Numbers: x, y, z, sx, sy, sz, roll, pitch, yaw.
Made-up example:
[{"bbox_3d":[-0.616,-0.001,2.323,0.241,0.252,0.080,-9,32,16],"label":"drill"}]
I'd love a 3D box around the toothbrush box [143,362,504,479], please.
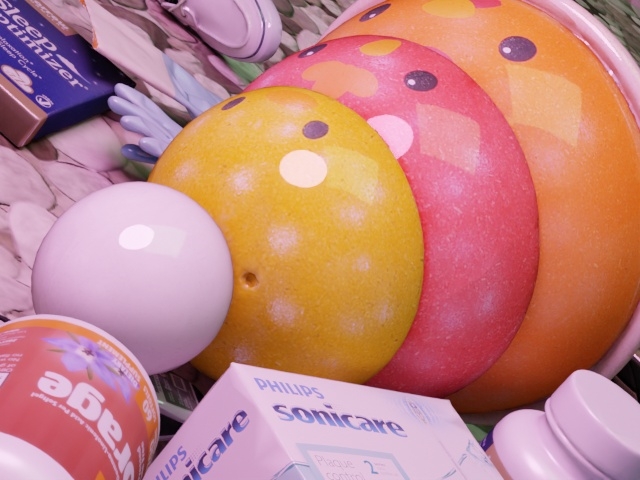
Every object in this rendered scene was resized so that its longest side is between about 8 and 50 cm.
[{"bbox_3d":[0.050,0.227,1.063,0.216,0.126,0.295,15,30,-46],"label":"toothbrush box"}]

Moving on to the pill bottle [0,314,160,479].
[{"bbox_3d":[-0.160,0.132,0.914,0.121,0.121,0.216,37,22,-7],"label":"pill bottle"}]

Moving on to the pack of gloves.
[{"bbox_3d":[-0.113,-0.084,1.505,0.232,0.046,0.195,34,21,-39],"label":"pack of gloves"}]

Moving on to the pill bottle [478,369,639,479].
[{"bbox_3d":[0.143,0.181,1.219,0.112,0.186,0.112,33,22,-15],"label":"pill bottle"}]

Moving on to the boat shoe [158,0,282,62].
[{"bbox_3d":[-0.130,-0.246,1.795,0.076,0.083,0.226,-2,33,-43],"label":"boat shoe"}]

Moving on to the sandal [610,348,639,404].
[{"bbox_3d":[0.271,0.079,1.698,0.086,0.120,0.303,-22,52,-19],"label":"sandal"}]

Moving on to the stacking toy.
[{"bbox_3d":[0.000,0.000,1.206,0.350,0.350,0.480,47,31,18],"label":"stacking toy"}]

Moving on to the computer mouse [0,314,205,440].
[{"bbox_3d":[-0.156,0.085,1.122,0.193,0.042,0.106,28,12,-21],"label":"computer mouse"}]

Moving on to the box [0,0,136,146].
[{"bbox_3d":[-0.237,-0.150,1.468,0.136,0.036,0.225,41,20,4],"label":"box"}]
